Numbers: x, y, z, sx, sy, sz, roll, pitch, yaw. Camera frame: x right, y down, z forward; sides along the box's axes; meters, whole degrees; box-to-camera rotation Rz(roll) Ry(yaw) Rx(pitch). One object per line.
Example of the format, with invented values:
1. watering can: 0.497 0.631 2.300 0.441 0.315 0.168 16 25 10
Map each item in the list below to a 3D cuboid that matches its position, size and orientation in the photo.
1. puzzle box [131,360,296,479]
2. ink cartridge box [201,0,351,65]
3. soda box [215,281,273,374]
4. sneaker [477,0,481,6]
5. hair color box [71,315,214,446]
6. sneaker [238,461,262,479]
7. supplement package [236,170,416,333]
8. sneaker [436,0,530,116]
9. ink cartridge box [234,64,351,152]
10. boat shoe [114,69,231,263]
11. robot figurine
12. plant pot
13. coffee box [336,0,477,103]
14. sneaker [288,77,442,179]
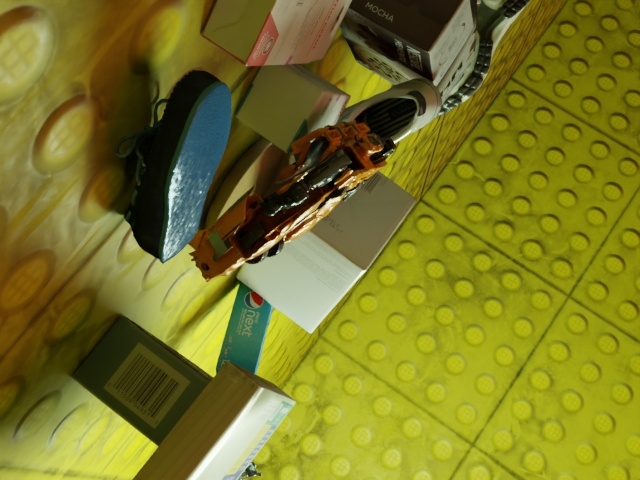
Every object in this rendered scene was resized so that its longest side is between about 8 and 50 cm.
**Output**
1. puzzle box: -0.154 0.300 1.044 0.272 0.052 0.409 -52 168 -9
2. ink cartridge box: -0.036 -0.259 0.859 0.115 0.067 0.198 -60 166 23
3. soda box: -0.132 0.156 1.428 0.067 0.071 0.210 103 0 -60
4. sneaker: 0.212 -0.458 1.302 0.283 0.107 0.124 -43 149 -60
5. hair color box: -0.221 0.244 1.209 0.113 0.185 0.374 -53 168 -12
6. sneaker: -0.124 0.372 1.318 0.038 0.069 0.098 -40 162 -52
7. supplement package: 0.000 0.000 1.336 0.175 0.178 0.293 -53 179 -32
8. sneaker: 0.298 -0.421 1.634 0.410 0.158 0.182 -52 -175 5
9. ink cartridge box: -0.031 -0.179 1.042 0.092 0.090 0.143 -58 168 16
10. boat shoe: -0.167 -0.073 0.801 0.109 0.089 0.258 -41 165 -47
11. robot figurine: -0.036 -0.056 1.010 0.291 0.085 0.211 -39 174 30
12. plant pot: -0.105 -0.075 1.184 0.236 0.032 0.236 -53 168 -17
13. coffee box: 0.126 -0.311 1.123 0.118 0.168 0.297 -57 169 2
14. sneaker: 0.047 -0.155 1.114 0.258 0.094 0.091 -30 178 28
